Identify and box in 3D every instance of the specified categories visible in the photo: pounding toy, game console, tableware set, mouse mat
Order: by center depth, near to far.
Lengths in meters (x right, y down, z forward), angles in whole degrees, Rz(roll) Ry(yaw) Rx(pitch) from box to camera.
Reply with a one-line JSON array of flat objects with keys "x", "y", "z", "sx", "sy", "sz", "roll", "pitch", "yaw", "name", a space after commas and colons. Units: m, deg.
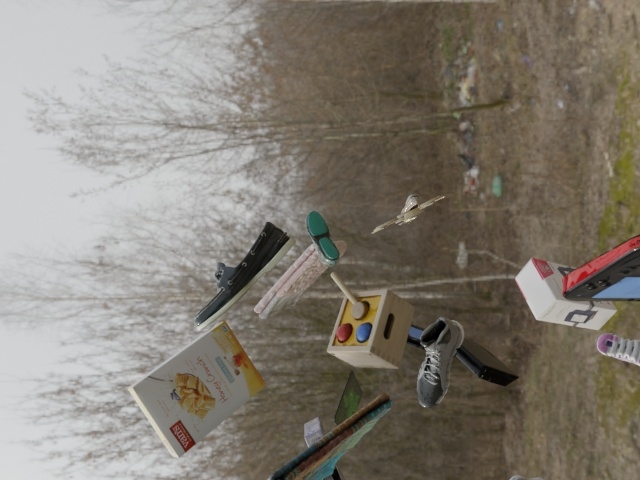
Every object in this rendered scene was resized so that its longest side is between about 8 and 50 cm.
[{"x": 0.073, "y": 0.131, "z": 1.039, "sx": 0.100, "sy": 0.130, "sz": 0.141, "roll": 33, "pitch": -117, "yaw": -29, "name": "pounding toy"}, {"x": 0.764, "y": 0.066, "z": 1.333, "sx": 0.342, "sy": 0.386, "sz": 0.060, "roll": 115, "pitch": 154, "yaw": -69, "name": "game console"}, {"x": 0.203, "y": -0.058, "z": 1.405, "sx": 0.168, "sy": 0.141, "sz": 0.020, "roll": -28, "pitch": -89, "yaw": -44, "name": "tableware set"}, {"x": 0.341, "y": 0.289, "z": 1.642, "sx": 0.044, "sy": 0.361, "sz": 0.213, "roll": -66, "pitch": 22, "yaw": 8, "name": "game console"}, {"x": 0.083, "y": 0.477, "z": 1.771, "sx": 0.190, "sy": 0.007, "sz": 0.153, "roll": 69, "pitch": -142, "yaw": -54, "name": "mouse mat"}]

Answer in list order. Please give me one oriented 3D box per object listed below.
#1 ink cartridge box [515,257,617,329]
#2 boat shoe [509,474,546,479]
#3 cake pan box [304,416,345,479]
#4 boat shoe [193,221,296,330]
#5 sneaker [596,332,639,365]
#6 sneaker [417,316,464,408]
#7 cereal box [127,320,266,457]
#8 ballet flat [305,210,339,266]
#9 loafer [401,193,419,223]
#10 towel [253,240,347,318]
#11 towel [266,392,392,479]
[{"x": 0.731, "y": 0.161, "z": 1.832, "sx": 0.172, "sy": 0.237, "sz": 0.100, "roll": -102, "pitch": 31, "yaw": -47, "name": "ink cartridge box"}, {"x": 0.718, "y": 0.838, "z": 2.052, "sx": 0.080, "sy": 0.228, "sz": 0.076, "roll": -59, "pitch": 36, "yaw": 2, "name": "boat shoe"}, {"x": 0.019, "y": 0.744, "z": 2.081, "sx": 0.267, "sy": 0.070, "sz": 0.246, "roll": 112, "pitch": 133, "yaw": -83, "name": "cake pan box"}, {"x": -0.218, "y": 0.084, "z": 1.592, "sx": 0.113, "sy": 0.340, "sz": 0.127, "roll": 46, "pitch": 173, "yaw": -3, "name": "boat shoe"}, {"x": 1.122, "y": 0.401, "z": 2.201, "sx": 0.104, "sy": 0.236, "sz": 0.095, "roll": 32, "pitch": -103, "yaw": -54, "name": "sneaker"}, {"x": 0.269, "y": 0.291, "z": 1.504, "sx": 0.132, "sy": 0.086, "sz": 0.229, "roll": 33, "pitch": -106, "yaw": -49, "name": "sneaker"}, {"x": -0.252, "y": 0.305, "z": 1.281, "sx": 0.240, "sy": 0.047, "sz": 0.173, "roll": -36, "pitch": -83, "yaw": -34, "name": "cereal box"}, {"x": 0.000, "y": 0.000, "z": 1.826, "sx": 0.070, "sy": 0.070, "sz": 0.189, "roll": 78, "pitch": 171, "yaw": -57, "name": "ballet flat"}, {"x": 0.278, "y": -0.088, "z": 1.888, "sx": 0.125, "sy": 0.045, "sz": 0.039, "roll": 97, "pitch": 160, "yaw": -50, "name": "loafer"}, {"x": -0.057, "y": 0.124, "z": 2.079, "sx": 0.317, "sy": 0.053, "sz": 0.332, "roll": -48, "pitch": -11, "yaw": 12, "name": "towel"}, {"x": -0.025, "y": 0.427, "z": 1.124, "sx": 0.040, "sy": 0.271, "sz": 0.370, "roll": 49, "pitch": 143, "yaw": 19, "name": "towel"}]
